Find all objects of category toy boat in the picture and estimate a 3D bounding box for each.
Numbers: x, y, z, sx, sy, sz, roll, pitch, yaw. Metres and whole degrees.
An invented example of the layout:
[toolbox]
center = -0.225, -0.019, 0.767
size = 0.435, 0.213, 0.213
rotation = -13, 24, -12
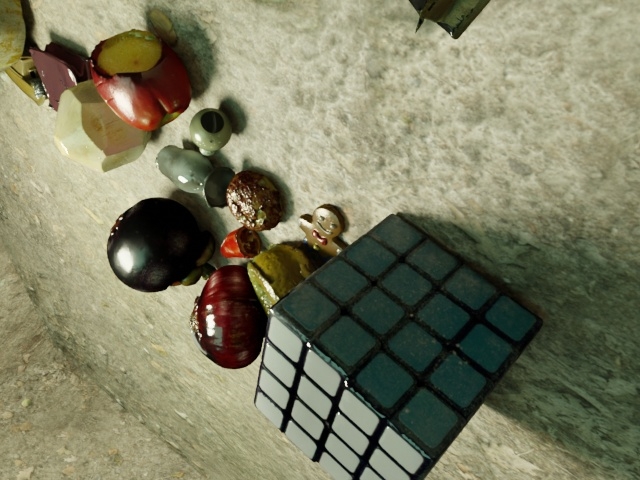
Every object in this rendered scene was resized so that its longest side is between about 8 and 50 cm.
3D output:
[toy boat]
center = -0.890, -0.536, 1.756
size = 0.321, 0.089, 0.121
rotation = 48, 138, 9

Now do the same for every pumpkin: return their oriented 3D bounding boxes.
[pumpkin]
center = -0.960, -0.619, 1.625
size = 0.332, 0.199, 0.332
rotation = 9, 111, 26

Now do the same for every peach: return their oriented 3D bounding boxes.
[peach]
center = -0.388, -0.353, 1.271
size = 0.190, 0.196, 0.226
rotation = -33, 97, 21

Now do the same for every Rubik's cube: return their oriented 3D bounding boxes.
[Rubik's cube]
center = 0.122, 0.222, 1.063
size = 0.337, 0.344, 0.344
rotation = 37, 143, 20

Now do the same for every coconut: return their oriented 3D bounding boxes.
[coconut]
center = -0.556, -0.283, 1.482
size = 0.197, 0.237, 0.237
rotation = 13, 129, 44

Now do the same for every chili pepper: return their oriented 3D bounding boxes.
[chili pepper]
center = -0.213, 0.017, 1.504
size = 0.169, 0.065, 0.088
rotation = -18, 90, 58

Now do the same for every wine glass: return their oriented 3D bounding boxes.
[wine glass]
center = -0.297, -0.157, 1.407
size = 0.222, 0.103, 0.103
rotation = 28, 138, 38

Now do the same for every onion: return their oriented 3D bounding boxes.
[onion]
center = -0.194, 0.194, 1.521
size = 0.273, 0.285, 0.273
rotation = -178, 90, -82

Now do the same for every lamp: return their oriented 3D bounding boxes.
[lamp]
center = -0.245, -0.229, 1.316
size = 0.091, 0.091, 0.163
rotation = 51, 161, 3

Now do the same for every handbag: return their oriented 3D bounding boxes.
[handbag]
center = -0.696, -0.426, 1.647
size = 0.203, 0.074, 0.216
rotation = 28, 139, 31

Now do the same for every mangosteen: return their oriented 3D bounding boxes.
[mangosteen]
center = -0.417, 0.029, 1.604
size = 0.302, 0.275, 0.275
rotation = 30, 154, -27

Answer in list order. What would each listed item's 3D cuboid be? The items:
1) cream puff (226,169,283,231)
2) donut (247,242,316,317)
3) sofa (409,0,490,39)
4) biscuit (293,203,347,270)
[cream puff]
center = -0.151, -0.083, 1.324
size = 0.149, 0.084, 0.149
rotation = 28, 140, 27
[donut]
center = -0.081, 0.129, 1.351
size = 0.272, 0.107, 0.272
rotation = 51, 155, 36
[sofa]
center = 0.129, -0.401, 0.711
size = 0.258, 0.182, 0.200
rotation = 47, 127, 8
[biscuit]
center = -0.001, 0.000, 1.275
size = 0.138, 0.031, 0.205
rotation = 41, 142, 16
